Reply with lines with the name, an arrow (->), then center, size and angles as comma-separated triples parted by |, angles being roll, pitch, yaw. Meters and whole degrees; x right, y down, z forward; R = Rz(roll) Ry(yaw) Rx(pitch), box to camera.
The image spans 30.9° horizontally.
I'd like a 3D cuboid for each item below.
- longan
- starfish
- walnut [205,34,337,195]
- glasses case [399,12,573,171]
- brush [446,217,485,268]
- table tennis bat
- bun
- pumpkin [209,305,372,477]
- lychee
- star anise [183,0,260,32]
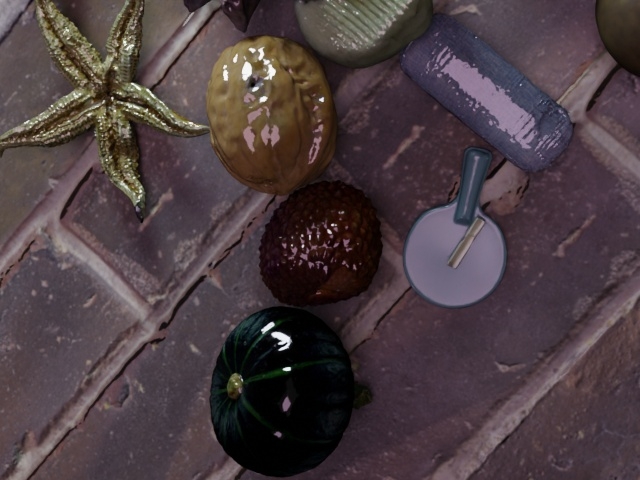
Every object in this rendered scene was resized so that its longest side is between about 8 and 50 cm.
longan -> 0.460, -0.305, 1.535 | 0.159, 0.204, 0.185 | -27, 106, -28
starfish -> -0.316, -0.229, 1.766 | 0.347, 0.078, 0.358 | 30, 101, 8
walnut -> -0.071, -0.180, 1.651 | 0.198, 0.198, 0.245 | -14, 74, 13
glasses case -> 0.235, -0.212, 1.656 | 0.282, 0.067, 0.109 | 40, 98, 8
brush -> 0.211, 0.003, 1.681 | 0.016, 0.013, 0.084 | 31, 100, -5
table tennis bat -> 0.206, -0.018, 1.699 | 0.153, 0.040, 0.244 | 13, 102, 8
bun -> 0.066, -0.352, 1.643 | 0.212, 0.126, 0.204 | -33, 81, 23
pumpkin -> -0.033, 0.225, 1.701 | 0.248, 0.248, 0.248 | 1, 96, 12
lychee -> 0.000, 0.000, 1.679 | 0.188, 0.188, 0.188 | 1, 96, 12
star anise -> -0.100, -0.458, 1.636 | 0.331, 0.117, 0.332 | -4, 83, 36
